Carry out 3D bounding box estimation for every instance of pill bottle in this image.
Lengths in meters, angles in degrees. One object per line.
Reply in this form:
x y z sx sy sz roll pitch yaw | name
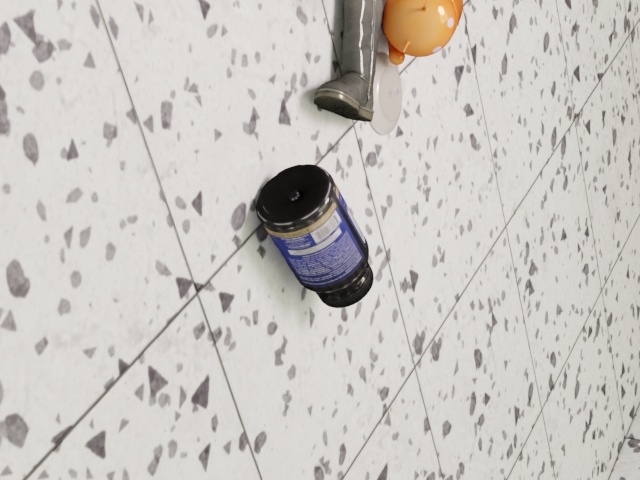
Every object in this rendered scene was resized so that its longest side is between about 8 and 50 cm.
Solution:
0.000 0.000 1.834 0.219 0.122 0.123 60 43 -43 | pill bottle

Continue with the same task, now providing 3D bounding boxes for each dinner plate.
0.114 -0.252 2.117 0.141 0.017 0.141 -9 100 -61 | dinner plate

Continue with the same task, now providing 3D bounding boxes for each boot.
0.051 -0.303 1.948 0.189 0.076 0.209 10 90 -74 | boot

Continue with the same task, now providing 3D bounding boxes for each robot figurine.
0.171 -0.381 2.069 0.219 0.158 0.128 -63 134 -63 | robot figurine
